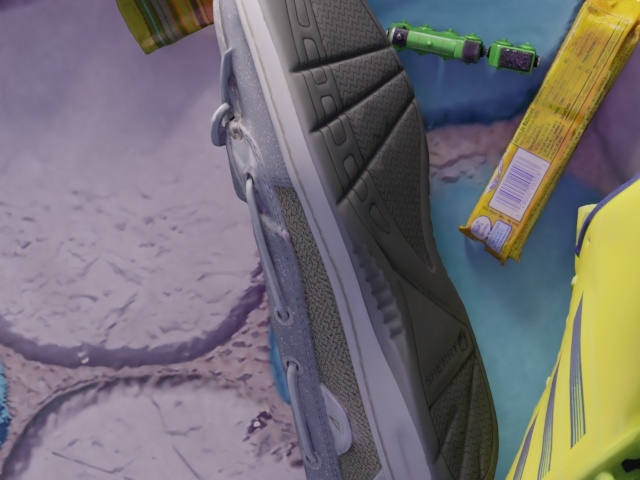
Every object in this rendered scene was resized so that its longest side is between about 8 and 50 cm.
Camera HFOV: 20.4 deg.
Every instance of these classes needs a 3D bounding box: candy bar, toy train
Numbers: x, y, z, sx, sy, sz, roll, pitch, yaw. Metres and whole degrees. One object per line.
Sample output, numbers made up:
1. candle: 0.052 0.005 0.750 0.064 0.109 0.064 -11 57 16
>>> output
1. candy bar: 0.123 -0.061 0.937 0.040 0.018 0.161 29 105 8
2. toy train: 0.074 -0.101 0.935 0.083 0.024 0.017 11 102 8

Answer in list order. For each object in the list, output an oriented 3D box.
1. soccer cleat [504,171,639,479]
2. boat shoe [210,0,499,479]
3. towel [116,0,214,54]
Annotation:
1. soccer cleat: 0.165 0.046 0.928 0.121 0.093 0.289 43 112 32
2. boat shoe: 0.002 0.000 0.925 0.103 0.118 0.320 -11 106 31
3. towel: -0.008 -0.181 0.916 0.237 0.021 0.102 -21 123 13
